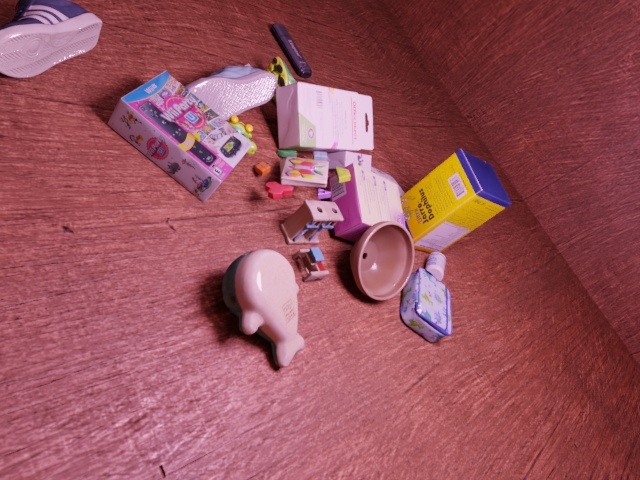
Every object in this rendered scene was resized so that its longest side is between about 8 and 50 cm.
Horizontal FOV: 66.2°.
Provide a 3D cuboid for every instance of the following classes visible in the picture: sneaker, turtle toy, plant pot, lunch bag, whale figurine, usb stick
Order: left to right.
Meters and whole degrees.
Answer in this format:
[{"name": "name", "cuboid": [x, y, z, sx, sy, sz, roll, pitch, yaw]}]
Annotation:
[{"name": "sneaker", "cuboid": [-0.674, -0.489, 1.139, 0.148, 0.131, 0.350, 35, 32, -7]}, {"name": "sneaker", "cuboid": [-0.305, -0.463, 1.520, 0.150, 0.135, 0.366, 27, 34, 28]}, {"name": "turtle toy", "cuboid": [-0.244, -0.304, 1.448, 0.130, 0.095, 0.066, 29, 62, -24]}, {"name": "whale figurine", "cuboid": [-0.131, 0.156, 1.134, 0.216, 0.141, 0.272, -41, 115, -54]}, {"name": "usb stick", "cuboid": [-0.122, -0.793, 2.045, 0.077, 0.045, 0.278, -9, 65, -51]}, {"name": "sneaker", "cuboid": [-0.102, -0.524, 1.783, 0.123, 0.109, 0.295, -28, 89, -56]}, {"name": "plant pot", "cuboid": [0.166, 0.054, 1.485, 0.237, 0.110, 0.237, -9, 104, -39]}, {"name": "lunch bag", "cuboid": [0.351, 0.209, 1.601, 0.176, 0.090, 0.219, 39, 38, -19]}]

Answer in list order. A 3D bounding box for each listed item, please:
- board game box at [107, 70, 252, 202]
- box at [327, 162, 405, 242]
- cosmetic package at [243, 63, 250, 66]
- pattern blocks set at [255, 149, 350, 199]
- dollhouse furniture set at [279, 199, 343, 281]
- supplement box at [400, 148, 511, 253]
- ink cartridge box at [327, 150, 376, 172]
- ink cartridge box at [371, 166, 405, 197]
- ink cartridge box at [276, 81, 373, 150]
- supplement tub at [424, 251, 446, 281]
[{"name": "board game box", "cuboid": [-0.357, -0.277, 1.291, 0.303, 0.097, 0.224, 39, 37, -13]}, {"name": "box", "cuboid": [0.154, -0.103, 1.602, 0.243, 0.117, 0.213, 17, 57, -43]}, {"name": "cosmetic package", "cuboid": [-0.229, -0.541, 1.686, 0.041, 0.060, 0.115, -35, 82, -9]}, {"name": "pattern blocks set", "cuboid": [-0.051, -0.208, 1.479, 0.285, 0.026, 0.325, -1, 32, -14]}, {"name": "dollhouse furniture set", "cuboid": [0.000, 0.000, 1.383, 0.129, 0.129, 0.183, -1, 58, -47]}, {"name": "supplement box", "cuboid": [0.463, -0.129, 1.791, 0.194, 0.356, 0.195, 14, 48, -39]}, {"name": "ink cartridge box", "cuboid": [0.110, -0.278, 1.760, 0.181, 0.104, 0.061, -1, 94, -47]}, {"name": "ink cartridge box", "cuboid": [0.254, -0.219, 1.942, 0.145, 0.045, 0.179, 19, 27, -34]}, {"name": "ink cartridge box", "cuboid": [0.024, -0.409, 1.686, 0.353, 0.119, 0.207, -5, 95, -42]}, {"name": "supplement tub", "cuboid": [0.416, 0.097, 1.782, 0.071, 0.071, 0.107, 43, 35, -9]}]
